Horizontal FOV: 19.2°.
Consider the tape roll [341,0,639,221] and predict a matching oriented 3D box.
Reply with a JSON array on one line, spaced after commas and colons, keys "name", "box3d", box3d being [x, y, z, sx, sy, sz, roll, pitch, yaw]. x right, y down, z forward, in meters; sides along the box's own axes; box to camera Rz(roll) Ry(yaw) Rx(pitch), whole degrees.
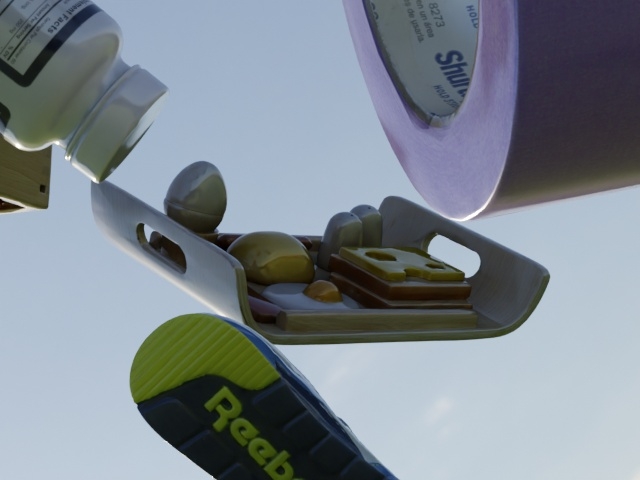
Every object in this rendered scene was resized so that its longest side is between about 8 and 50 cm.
[{"name": "tape roll", "box3d": [0.076, -0.150, 0.826, 0.090, 0.275, 0.275, -12, -24, -12]}]

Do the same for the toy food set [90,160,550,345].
[{"name": "toy food set", "box3d": [0.000, 0.000, 1.481, 0.306, 0.219, 0.092, 1, -73, -37]}]

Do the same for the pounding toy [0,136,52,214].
[{"name": "pounding toy", "box3d": [-0.252, -0.043, 1.198, 0.141, 0.100, 0.130, -6, -15, 32]}]

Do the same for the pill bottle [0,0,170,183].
[{"name": "pill bottle", "box3d": [-0.173, -0.111, 1.086, 0.094, 0.169, 0.094, -52, 0, 0]}]

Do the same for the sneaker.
[{"name": "sneaker", "box3d": [-0.005, 0.079, 0.626, 0.053, 0.144, 0.059, -36, 6, 0]}]
